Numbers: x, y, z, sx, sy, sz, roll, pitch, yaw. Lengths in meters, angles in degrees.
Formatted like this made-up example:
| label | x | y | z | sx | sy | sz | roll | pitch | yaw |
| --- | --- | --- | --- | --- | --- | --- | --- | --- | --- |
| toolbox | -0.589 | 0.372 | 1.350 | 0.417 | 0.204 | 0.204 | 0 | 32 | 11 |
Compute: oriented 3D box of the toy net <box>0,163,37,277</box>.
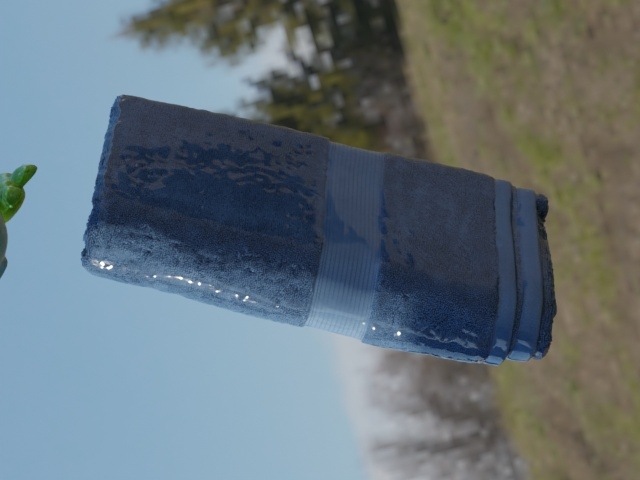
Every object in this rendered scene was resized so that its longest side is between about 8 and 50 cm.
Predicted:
| label | x | y | z | sx | sy | sz | roll | pitch | yaw |
| --- | --- | --- | --- | --- | --- | --- | --- | --- | --- |
| toy net | -0.230 | 0.043 | 0.938 | 0.045 | 0.232 | 0.122 | 46 | -166 | -24 |

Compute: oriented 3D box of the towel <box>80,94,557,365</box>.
| label | x | y | z | sx | sy | sz | roll | pitch | yaw |
| --- | --- | --- | --- | --- | --- | --- | --- | --- | --- |
| towel | 0.000 | 0.000 | 0.508 | 0.067 | 0.119 | 0.029 | -83 | 8 | -56 |
